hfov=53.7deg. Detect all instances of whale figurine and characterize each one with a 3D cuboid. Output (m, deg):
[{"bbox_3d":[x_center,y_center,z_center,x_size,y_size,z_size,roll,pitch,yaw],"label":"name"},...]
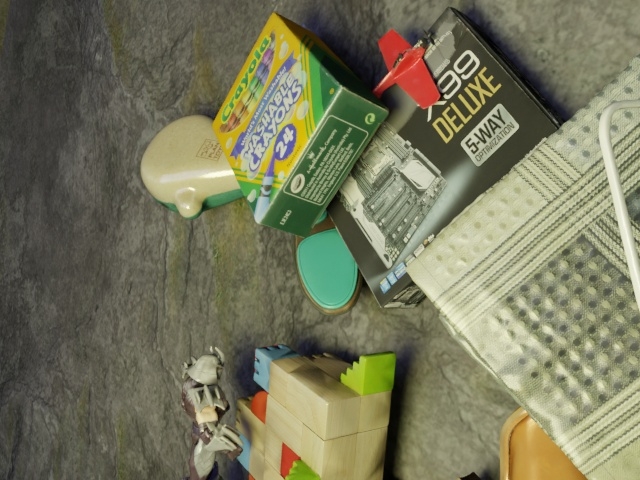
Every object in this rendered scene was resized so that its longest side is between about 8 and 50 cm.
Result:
[{"bbox_3d":[-0.172,-0.114,1.091,0.272,0.141,0.216,10,61,23],"label":"whale figurine"}]

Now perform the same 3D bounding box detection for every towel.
[{"bbox_3d":[0.288,0.036,0.595,0.324,0.056,0.312,-43,70,10],"label":"towel"}]

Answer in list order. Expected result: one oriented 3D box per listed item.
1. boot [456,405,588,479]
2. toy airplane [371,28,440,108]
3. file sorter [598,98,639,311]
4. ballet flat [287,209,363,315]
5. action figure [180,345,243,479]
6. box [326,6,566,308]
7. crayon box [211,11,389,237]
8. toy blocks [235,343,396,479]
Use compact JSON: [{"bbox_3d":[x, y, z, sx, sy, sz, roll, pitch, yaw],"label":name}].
[{"bbox_3d":[0.266,0.277,0.640,0.220,0.109,0.283,43,103,29],"label":"boot"},{"bbox_3d":[0.088,-0.205,0.802,0.151,0.028,0.151,-17,67,46],"label":"toy airplane"},{"bbox_3d":[0.342,-0.044,0.377,0.278,0.173,0.192,-18,82,60],"label":"file sorter"},{"bbox_3d":[0.000,0.000,0.930,0.095,0.096,0.280,-16,57,-2],"label":"ballet flat"},{"bbox_3d":[-0.166,0.288,0.921,0.185,0.099,0.284,-129,46,-75],"label":"action figure"},{"bbox_3d":[0.142,-0.098,0.811,0.307,0.077,0.242,-47,55,30],"label":"box"},{"bbox_3d":[-0.053,-0.181,0.889,0.203,0.083,0.323,-57,37,22],"label":"crayon box"},{"bbox_3d":[-0.030,0.300,0.885,0.261,0.191,0.381,21,109,56],"label":"toy blocks"}]
